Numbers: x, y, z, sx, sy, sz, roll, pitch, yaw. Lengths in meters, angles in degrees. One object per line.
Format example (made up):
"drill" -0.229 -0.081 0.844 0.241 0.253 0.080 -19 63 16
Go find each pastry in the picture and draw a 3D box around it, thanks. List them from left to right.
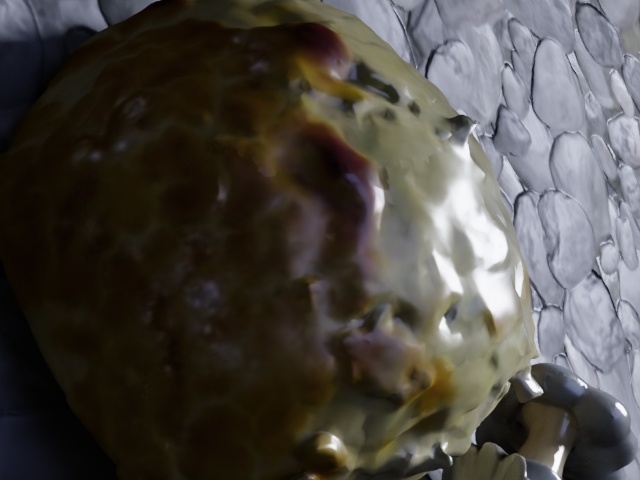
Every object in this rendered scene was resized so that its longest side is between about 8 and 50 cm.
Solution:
"pastry" -0.006 -0.007 0.614 0.237 0.170 0.255 -4 74 -56

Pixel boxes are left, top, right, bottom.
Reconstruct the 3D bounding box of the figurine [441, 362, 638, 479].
"figurine" 0.068 0.237 0.638 0.207 0.166 0.387 98 14 -50
